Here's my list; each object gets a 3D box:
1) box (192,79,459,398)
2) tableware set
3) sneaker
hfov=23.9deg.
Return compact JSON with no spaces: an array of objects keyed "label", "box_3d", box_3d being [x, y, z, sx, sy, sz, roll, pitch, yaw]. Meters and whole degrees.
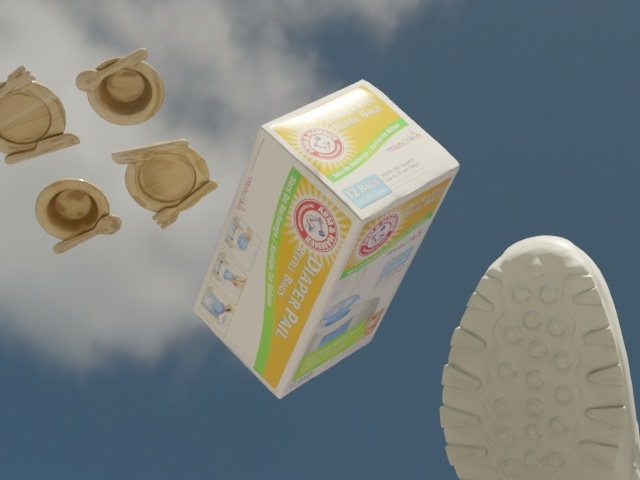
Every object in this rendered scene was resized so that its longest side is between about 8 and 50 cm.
[{"label":"box","box_3d":[0.000,0.000,1.108,0.103,0.114,0.203,44,-44,20]},{"label":"tableware set","box_3d":[-0.165,-0.065,1.106,0.141,0.020,0.169,-21,-56,7]},{"label":"sneaker","box_3d":[0.121,0.104,0.745,0.090,0.095,0.235,2,-70,27]}]
